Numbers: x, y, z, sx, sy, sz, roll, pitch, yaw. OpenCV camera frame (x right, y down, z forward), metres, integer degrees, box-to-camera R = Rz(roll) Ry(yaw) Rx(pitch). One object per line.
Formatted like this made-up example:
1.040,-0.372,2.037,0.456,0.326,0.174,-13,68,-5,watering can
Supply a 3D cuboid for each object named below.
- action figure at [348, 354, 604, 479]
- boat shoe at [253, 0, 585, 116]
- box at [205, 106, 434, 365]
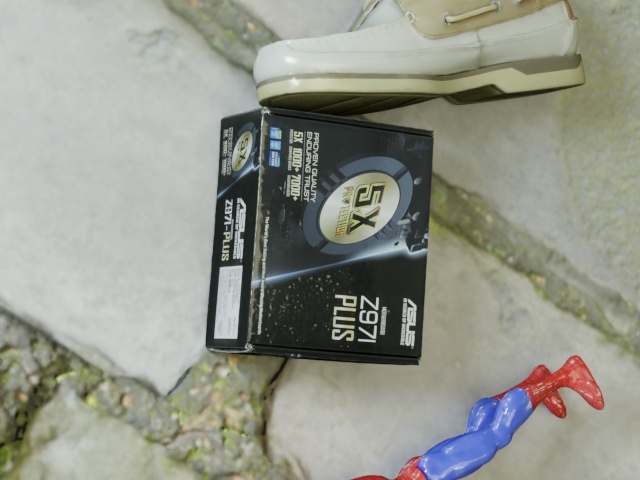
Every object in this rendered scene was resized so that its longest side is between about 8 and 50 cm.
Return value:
0.107,0.207,1.340,0.280,0.091,0.139,-24,86,-26,action figure
0.073,-0.155,1.339,0.302,0.113,0.103,-8,90,-38,boat shoe
0.000,0.000,1.305,0.147,0.077,0.180,7,84,-28,box
